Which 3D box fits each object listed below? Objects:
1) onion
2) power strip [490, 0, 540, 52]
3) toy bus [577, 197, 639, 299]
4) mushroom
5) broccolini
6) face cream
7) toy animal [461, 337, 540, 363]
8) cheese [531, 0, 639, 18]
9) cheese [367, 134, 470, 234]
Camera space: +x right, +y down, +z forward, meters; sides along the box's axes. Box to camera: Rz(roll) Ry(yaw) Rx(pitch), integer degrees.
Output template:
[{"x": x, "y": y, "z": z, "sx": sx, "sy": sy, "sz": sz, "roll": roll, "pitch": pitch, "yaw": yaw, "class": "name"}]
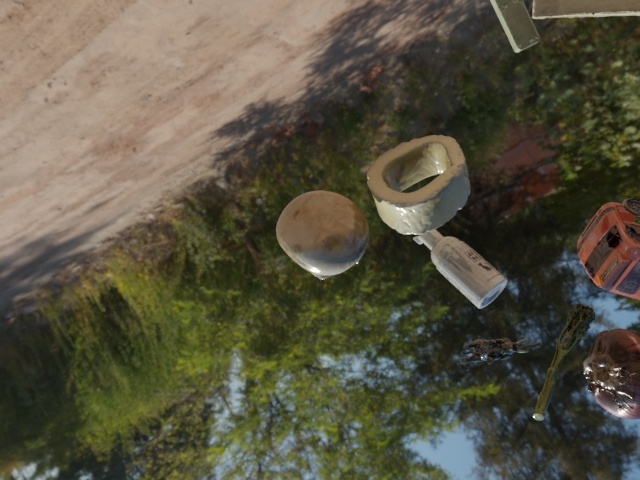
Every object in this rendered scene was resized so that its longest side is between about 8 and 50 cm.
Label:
[{"x": 1.035, "y": 0.449, "z": 1.956, "sx": 0.232, "sy": 0.313, "sz": 0.314, "roll": -1, "pitch": 173, "yaw": -12, "class": "onion"}, {"x": 0.693, "y": -0.831, "z": 2.098, "sx": 0.093, "sy": 0.288, "sz": 0.053, "roll": -26, "pitch": -178, "yaw": 6, "class": "power strip"}, {"x": 0.939, "y": 0.061, "z": 1.561, "sx": 0.233, "sy": 0.427, "sz": 0.203, "roll": -75, "pitch": 180, "yaw": -48, "class": "toy bus"}, {"x": 0.000, "y": 0.000, "z": 1.851, "sx": 0.298, "sy": 0.297, "sz": 0.290, "roll": -27, "pitch": 152, "yaw": -32, "class": "mushroom"}, {"x": 0.726, "y": 0.355, "z": 1.708, "sx": 0.392, "sy": 0.079, "sz": 0.074, "roll": -59, "pitch": 169, "yaw": -25, "class": "broccolini"}, {"x": 0.494, "y": 0.072, "z": 2.115, "sx": 0.145, "sy": 0.369, "sz": 0.145, "roll": -33, "pitch": 151, "yaw": -21, "class": "face cream"}, {"x": 0.614, "y": 0.382, "z": 2.026, "sx": 0.270, "sy": 0.082, "sz": 0.137, "roll": -17, "pitch": 170, "yaw": 43, "class": "toy animal"}, {"x": 0.725, "y": -0.582, "z": 1.399, "sx": 0.400, "sy": 0.085, "sz": 0.034, "roll": 8, "pitch": -171, "yaw": 21, "class": "cheese"}, {"x": 0.328, "y": -0.185, "z": 1.857, "sx": 0.332, "sy": 0.153, "sz": 0.292, "roll": -35, "pitch": -137, "yaw": -8, "class": "cheese"}]
